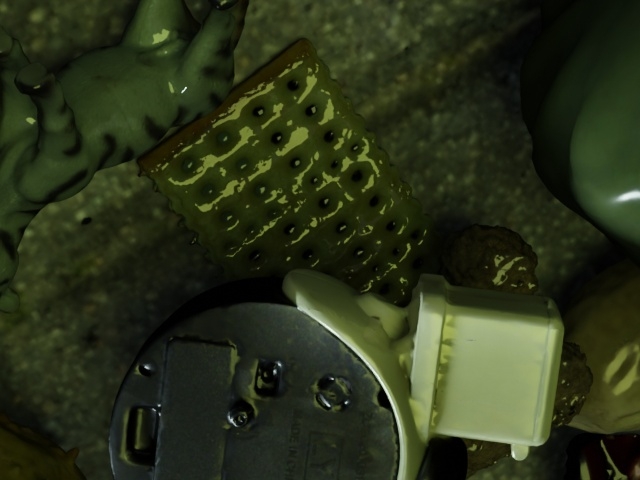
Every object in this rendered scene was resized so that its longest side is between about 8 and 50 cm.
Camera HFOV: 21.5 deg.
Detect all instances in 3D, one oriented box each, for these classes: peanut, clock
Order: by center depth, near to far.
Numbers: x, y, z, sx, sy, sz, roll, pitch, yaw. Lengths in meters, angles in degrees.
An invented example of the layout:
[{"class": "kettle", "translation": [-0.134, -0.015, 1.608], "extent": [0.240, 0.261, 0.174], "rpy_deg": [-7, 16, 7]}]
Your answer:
[{"class": "clock", "translation": [0.004, 0.206, 0.951], "extent": [0.276, 0.120, 0.379], "rpy_deg": [4, 102, 4]}, {"class": "peanut", "translation": [0.255, 0.039, 1.119], "extent": [0.257, 0.123, 0.123], "rpy_deg": [-36, 113, -9]}]

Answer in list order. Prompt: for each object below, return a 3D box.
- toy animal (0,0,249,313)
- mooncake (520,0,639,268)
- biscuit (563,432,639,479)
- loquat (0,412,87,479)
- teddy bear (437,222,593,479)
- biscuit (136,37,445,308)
[{"class": "toy animal", "translation": [-0.143, -0.073, 0.944], "extent": [0.255, 0.170, 0.090], "rpy_deg": [-40, 71, 0]}, {"class": "mooncake", "translation": [0.282, -0.128, 0.958], "extent": [0.194, 0.356, 0.356], "rpy_deg": [40, 90, -26]}, {"class": "biscuit", "translation": [0.264, 0.201, 1.197], "extent": [0.235, 0.063, 0.151], "rpy_deg": [0, 105, -22]}, {"class": "loquat", "translation": [-0.217, 0.190, 0.985], "extent": [0.204, 0.149, 0.172], "rpy_deg": [-25, 104, 12]}, {"class": "teddy bear", "translation": [0.051, 0.116, 1.057], "extent": [0.251, 0.182, 0.129], "rpy_deg": [-28, 150, -6]}, {"class": "biscuit", "translation": [0.000, 0.000, 1.079], "extent": [0.139, 0.016, 0.231], "rpy_deg": [-38, 114, -7]}]
